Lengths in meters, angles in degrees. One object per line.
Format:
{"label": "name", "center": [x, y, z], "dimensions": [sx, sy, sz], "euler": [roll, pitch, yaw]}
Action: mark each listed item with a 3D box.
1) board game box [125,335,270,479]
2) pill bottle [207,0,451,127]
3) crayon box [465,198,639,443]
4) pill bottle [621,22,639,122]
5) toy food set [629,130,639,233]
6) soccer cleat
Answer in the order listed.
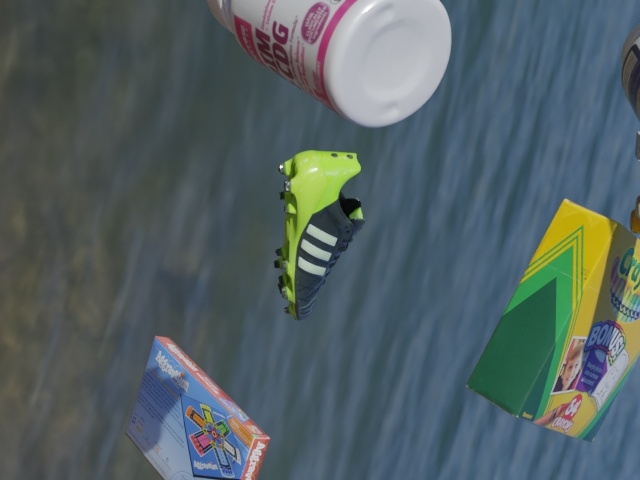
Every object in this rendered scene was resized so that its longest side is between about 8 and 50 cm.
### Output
{"label": "board game box", "center": [-0.159, 0.242, 1.723], "dimensions": [0.027, 0.281, 0.145], "euler": [8, 107, -35]}
{"label": "pill bottle", "center": [0.000, -0.248, 1.538], "dimensions": [0.160, 0.283, 0.160], "euler": [-19, 126, -28]}
{"label": "crayon box", "center": [0.398, 0.135, 2.125], "dimensions": [0.313, 0.106, 0.363], "euler": [-61, 149, 2]}
{"label": "pill bottle", "center": [0.497, -0.215, 1.901], "dimensions": [0.265, 0.153, 0.153], "euler": [-87, -178, -64]}
{"label": "toy food set", "center": [0.544, -0.112, 2.138], "dimensions": [0.111, 0.104, 0.232], "euler": [-71, 163, -73]}
{"label": "soccer cleat", "center": [0.000, 0.000, 1.174], "dimensions": [0.060, 0.072, 0.179], "euler": [-106, -165, -46]}
